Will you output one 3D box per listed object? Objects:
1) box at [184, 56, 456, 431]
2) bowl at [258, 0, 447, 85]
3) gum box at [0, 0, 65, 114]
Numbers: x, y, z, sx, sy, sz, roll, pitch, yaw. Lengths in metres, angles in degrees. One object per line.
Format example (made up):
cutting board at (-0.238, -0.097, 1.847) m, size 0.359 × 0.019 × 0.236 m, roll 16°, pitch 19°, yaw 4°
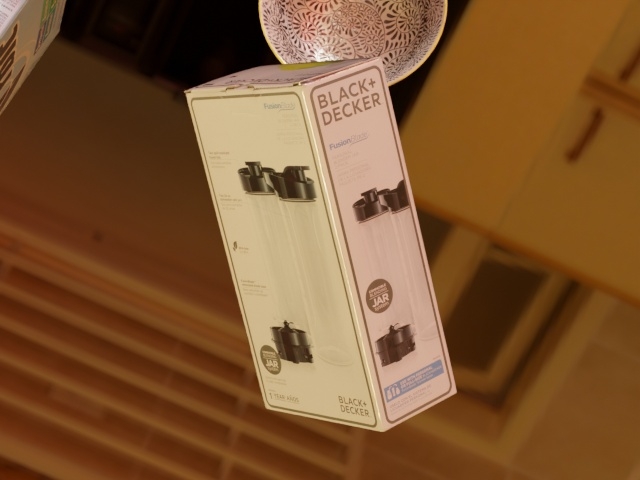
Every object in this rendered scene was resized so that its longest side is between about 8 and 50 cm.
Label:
box at (0.000, 0.000, 1.331) m, size 0.087 × 0.290 × 0.169 m, roll -23°, pitch -165°, yaw -35°
bowl at (0.029, -0.203, 1.489) m, size 0.080 × 0.170 × 0.170 m, roll 89°, pitch 23°, yaw -75°
gum box at (-0.228, -0.113, 1.062) m, size 0.184 × 0.041 × 0.157 m, roll -60°, pitch -177°, yaw -24°
